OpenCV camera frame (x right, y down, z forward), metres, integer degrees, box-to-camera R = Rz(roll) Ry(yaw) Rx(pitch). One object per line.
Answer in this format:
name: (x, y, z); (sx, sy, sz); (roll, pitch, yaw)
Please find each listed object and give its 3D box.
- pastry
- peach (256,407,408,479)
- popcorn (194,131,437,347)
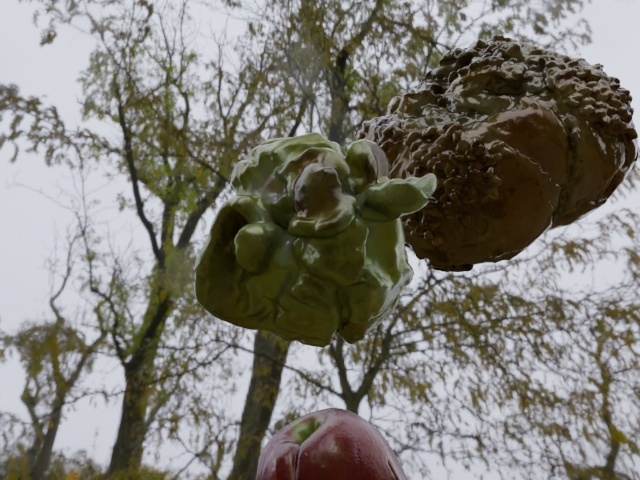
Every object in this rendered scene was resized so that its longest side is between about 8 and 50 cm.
pastry: (0.185, -0.114, 0.658); (0.310, 0.255, 0.162); (-33, -42, -9)
peach: (0.024, 0.335, 0.755); (0.189, 0.196, 0.226); (-26, -85, -9)
popcorn: (0.000, 0.000, 0.391); (0.162, 0.141, 0.135); (-39, -58, 6)
